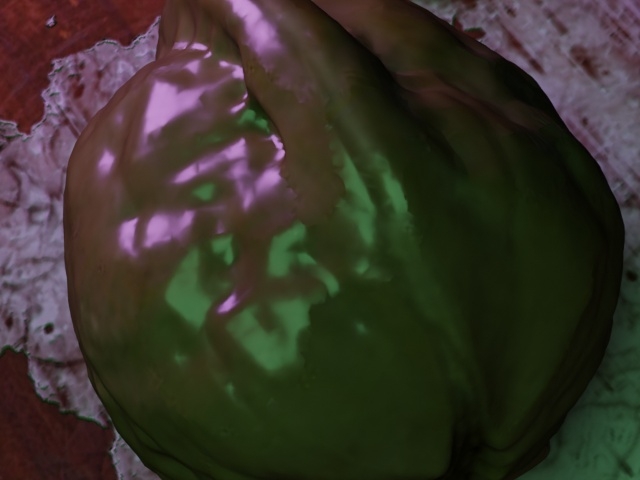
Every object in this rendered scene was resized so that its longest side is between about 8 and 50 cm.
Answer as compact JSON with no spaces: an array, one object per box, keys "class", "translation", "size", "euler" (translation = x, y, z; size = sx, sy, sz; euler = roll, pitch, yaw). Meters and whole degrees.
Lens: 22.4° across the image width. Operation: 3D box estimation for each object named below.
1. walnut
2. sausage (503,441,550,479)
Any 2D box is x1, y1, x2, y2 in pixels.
[{"class":"walnut","translation":[0.013,0.007,1.066],"size":[0.383,0.383,0.384],"euler":[-5,75,21]},{"class":"sausage","translation":[0.121,0.156,1.133],"size":[0.083,0.034,0.034],"euler":[-32,67,11]}]
